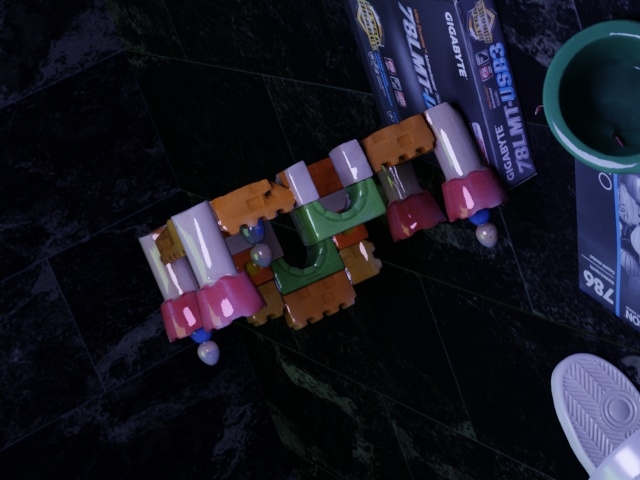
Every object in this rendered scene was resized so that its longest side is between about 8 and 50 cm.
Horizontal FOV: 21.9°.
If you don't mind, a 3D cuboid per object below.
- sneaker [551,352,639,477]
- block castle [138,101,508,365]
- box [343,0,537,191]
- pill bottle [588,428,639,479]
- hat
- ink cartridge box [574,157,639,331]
[{"bbox_3d":[0.418,0.326,2.325,0.350,0.131,0.148,61,161,7],"label":"sneaker"},{"bbox_3d":[0.000,0.000,2.250,0.213,0.453,0.303,67,160,-1],"label":"block castle"},{"bbox_3d":[0.159,-0.236,2.299,0.293,0.073,0.295,30,144,55],"label":"box"},{"bbox_3d":[0.513,0.403,2.097,0.361,0.204,0.204,51,157,25],"label":"pill bottle"},{"bbox_3d":[0.362,-0.166,1.959,0.208,0.173,0.183,42,-168,19],"label":"hat"},{"bbox_3d":[0.396,0.014,2.077,0.165,0.065,0.333,39,151,44],"label":"ink cartridge box"}]
